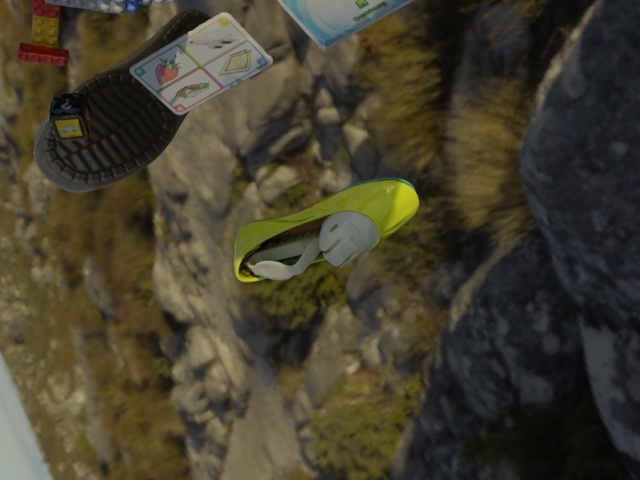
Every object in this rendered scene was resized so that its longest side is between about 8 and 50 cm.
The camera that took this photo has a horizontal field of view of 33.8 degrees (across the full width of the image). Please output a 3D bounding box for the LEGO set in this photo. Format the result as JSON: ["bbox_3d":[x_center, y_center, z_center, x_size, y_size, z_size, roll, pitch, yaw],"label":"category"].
[{"bbox_3d":[-0.086,-0.130,0.568,0.182,0.244,0.060,42,-147,-41],"label":"LEGO set"}]

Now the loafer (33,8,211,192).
[{"bbox_3d":[-0.189,-0.130,1.053,0.102,0.268,0.092,50,141,-10],"label":"loafer"}]

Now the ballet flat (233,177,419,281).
[{"bbox_3d":[0.000,0.000,1.126,0.231,0.077,0.077,-15,127,31],"label":"ballet flat"}]
